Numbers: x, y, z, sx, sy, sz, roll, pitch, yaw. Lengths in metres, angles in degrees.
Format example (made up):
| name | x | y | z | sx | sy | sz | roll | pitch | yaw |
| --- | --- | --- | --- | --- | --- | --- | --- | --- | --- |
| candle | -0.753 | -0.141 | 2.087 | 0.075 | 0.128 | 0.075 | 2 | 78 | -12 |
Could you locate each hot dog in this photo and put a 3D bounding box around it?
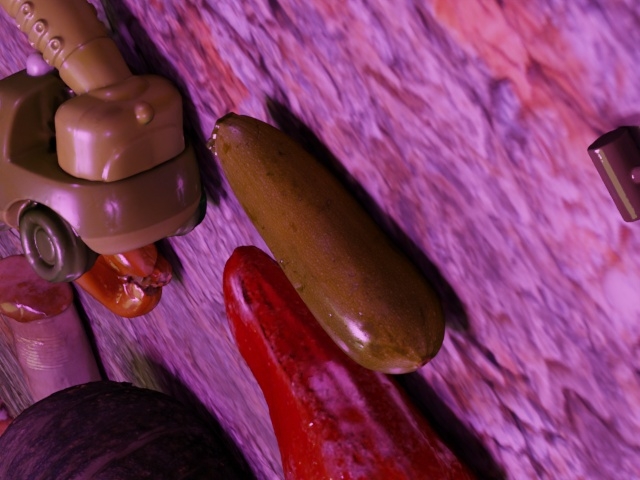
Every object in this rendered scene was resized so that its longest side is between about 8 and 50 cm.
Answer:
| name | x | y | z | sx | sy | sz | roll | pitch | yaw |
| --- | --- | --- | --- | --- | --- | --- | --- | --- | --- |
| hot dog | -0.211 | -0.014 | 1.493 | 0.249 | 0.068 | 0.100 | 34 | 139 | 44 |

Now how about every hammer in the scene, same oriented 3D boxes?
| name | x | y | z | sx | sy | sz | roll | pitch | yaw |
| --- | --- | --- | --- | --- | --- | --- | --- | --- | --- |
| hammer | 0.144 | -0.028 | 0.642 | 0.035 | 0.019 | 0.110 | 60 | 159 | -11 |

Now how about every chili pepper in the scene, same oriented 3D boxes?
| name | x | y | z | sx | sy | sz | roll | pitch | yaw |
| --- | --- | --- | --- | --- | --- | --- | --- | --- | --- |
| chili pepper | 0.010 | 0.114 | 1.118 | 0.144 | 0.136 | 0.252 | 5 | -132 | -53 |

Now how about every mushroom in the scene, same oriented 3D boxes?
| name | x | y | z | sx | sy | sz | roll | pitch | yaw |
| --- | --- | --- | --- | --- | --- | --- | --- | --- | --- |
| mushroom | -0.313 | 0.154 | 2.008 | 0.123 | 0.095 | 0.351 | 21 | 147 | 31 |

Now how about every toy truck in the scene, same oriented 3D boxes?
| name | x | y | z | sx | sy | sz | roll | pitch | yaw |
| --- | --- | --- | --- | --- | --- | --- | --- | --- | --- |
| toy truck | -0.169 | -0.080 | 1.180 | 0.187 | 0.148 | 0.210 | 45 | 138 | 26 |

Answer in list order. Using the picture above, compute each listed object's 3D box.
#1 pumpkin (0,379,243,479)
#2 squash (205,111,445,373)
| name | x | y | z | sx | sy | sz | roll | pitch | yaw |
| --- | --- | --- | --- | --- | --- | --- | --- | --- | --- |
| pumpkin | -0.197 | 0.308 | 1.698 | 0.291 | 0.257 | 0.327 | 30 | 142 | 38 |
| squash | 0.000 | 0.000 | 0.979 | 0.201 | 0.066 | 0.066 | 49 | 161 | 20 |
